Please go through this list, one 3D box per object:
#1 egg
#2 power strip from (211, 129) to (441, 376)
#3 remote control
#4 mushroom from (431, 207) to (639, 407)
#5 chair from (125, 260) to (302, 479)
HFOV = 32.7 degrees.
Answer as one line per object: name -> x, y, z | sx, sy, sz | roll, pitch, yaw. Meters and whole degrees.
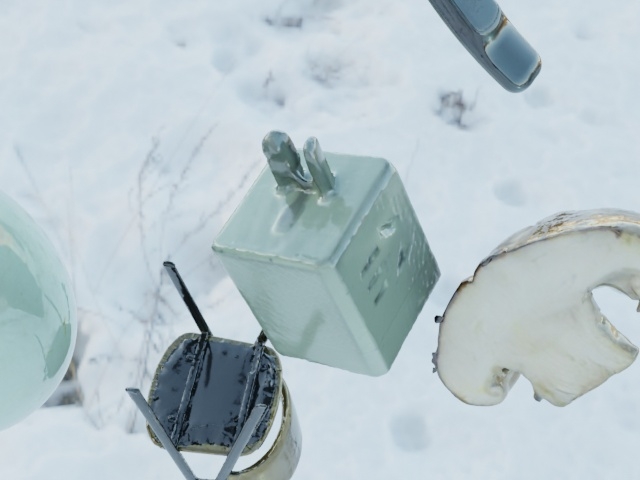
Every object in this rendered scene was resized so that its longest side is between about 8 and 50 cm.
egg -> -0.345, 0.046, 0.943 | 0.230, 0.371, 0.230 | -5, 63, 10
power strip -> 0.000, 0.000, 1.006 | 0.139, 0.224, 0.140 | 10, 54, 35
remote control -> 0.207, -0.285, 1.422 | 0.072, 0.222, 0.042 | -52, 19, -21
mushroom -> 0.224, 0.043, 1.005 | 0.156, 0.286, 0.151 | 45, 46, -1
chair -> -0.101, 0.167, 1.184 | 0.172, 0.247, 0.158 | 9, 53, 3
